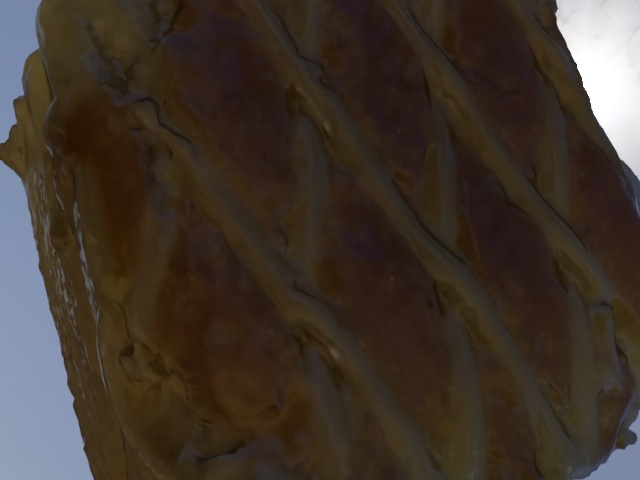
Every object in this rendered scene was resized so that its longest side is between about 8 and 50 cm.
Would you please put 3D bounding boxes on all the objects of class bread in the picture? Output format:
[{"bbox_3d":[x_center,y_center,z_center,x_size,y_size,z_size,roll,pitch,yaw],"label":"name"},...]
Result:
[{"bbox_3d":[0.000,0.000,0.622,0.279,0.370,0.390,-37,-113,60],"label":"bread"}]

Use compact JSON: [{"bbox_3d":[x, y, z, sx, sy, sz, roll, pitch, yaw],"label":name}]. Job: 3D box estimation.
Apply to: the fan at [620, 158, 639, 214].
[{"bbox_3d":[0.223,-0.054,0.702,0.010,0.182,0.310,-26,-86,33],"label":"fan"}]
